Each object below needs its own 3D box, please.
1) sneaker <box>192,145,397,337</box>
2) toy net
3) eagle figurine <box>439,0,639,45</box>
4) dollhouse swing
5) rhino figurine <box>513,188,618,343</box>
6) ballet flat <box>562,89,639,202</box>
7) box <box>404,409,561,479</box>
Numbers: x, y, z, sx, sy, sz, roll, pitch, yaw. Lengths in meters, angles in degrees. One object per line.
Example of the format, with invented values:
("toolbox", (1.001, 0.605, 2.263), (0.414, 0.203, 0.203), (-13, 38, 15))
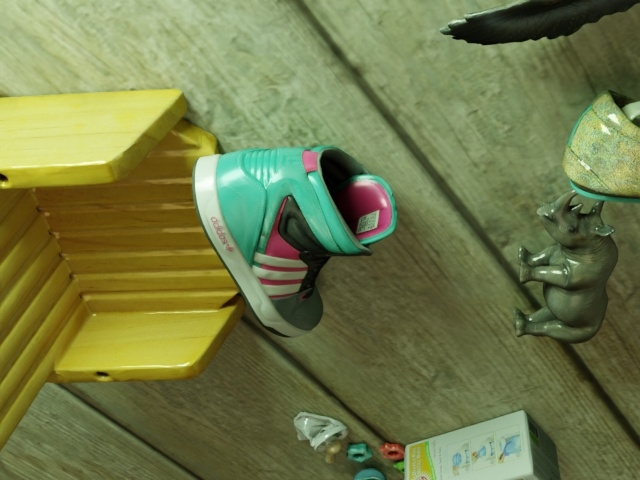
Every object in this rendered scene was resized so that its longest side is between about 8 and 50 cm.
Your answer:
("sneaker", (0.000, 0.000, 0.914), (0.178, 0.124, 0.296), (-10, 144, 14))
("toy net", (0.051, 0.330, 1.296), (0.122, 0.045, 0.232), (-26, 128, 28))
("eagle figurine", (0.263, -0.225, 0.639), (0.298, 0.225, 0.226), (24, 96, 22))
("dollhouse swing", (-0.261, 0.077, 0.879), (0.314, 0.305, 0.347), (-2, 135, 7))
("rhino figurine", (0.276, 0.030, 0.949), (0.106, 0.073, 0.243), (1, 135, 9))
("ballet flat", (0.409, -0.083, 0.799), (0.348, 0.123, 0.123), (6, 136, -1))
("box", (0.238, 0.347, 1.255), (0.203, 0.103, 0.114), (-24, 129, 26))
